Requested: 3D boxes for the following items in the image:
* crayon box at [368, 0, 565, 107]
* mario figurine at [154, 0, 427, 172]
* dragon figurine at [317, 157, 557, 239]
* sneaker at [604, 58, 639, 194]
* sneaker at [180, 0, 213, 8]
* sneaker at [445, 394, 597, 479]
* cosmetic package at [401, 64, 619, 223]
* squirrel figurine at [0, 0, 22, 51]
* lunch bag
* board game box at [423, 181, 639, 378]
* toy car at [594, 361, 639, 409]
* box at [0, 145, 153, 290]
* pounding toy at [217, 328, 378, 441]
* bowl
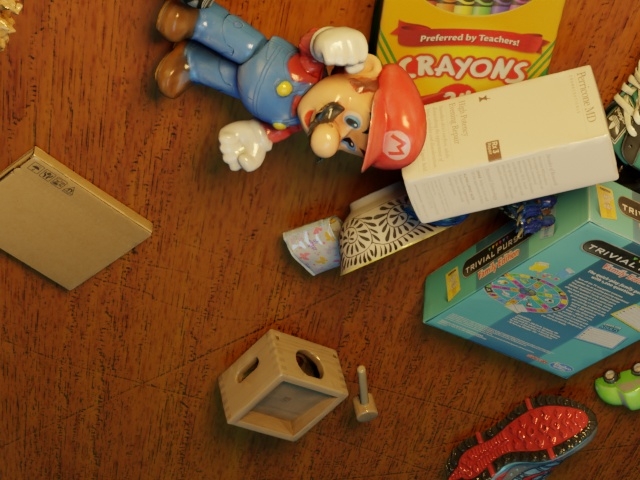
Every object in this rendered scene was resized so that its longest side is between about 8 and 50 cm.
[{"bbox_3d":[0.162,-0.265,1.675,0.202,0.081,0.318,1,137,-4],"label":"crayon box"},{"bbox_3d":[-0.039,-0.154,1.644,0.320,0.170,0.198,22,174,15],"label":"mario figurine"},{"bbox_3d":[0.147,-0.077,1.832,0.289,0.144,0.085,5,137,-9],"label":"dragon figurine"},{"bbox_3d":[0.395,-0.152,1.791,0.121,0.108,0.302,-10,139,1],"label":"sneaker"},{"bbox_3d":[-0.013,-0.332,1.533,0.343,0.134,0.146,-32,118,28],"label":"sneaker"},{"bbox_3d":[0.322,0.316,2.331,0.262,0.104,0.125,-29,149,31],"label":"sneaker"},{"bbox_3d":[0.208,-0.108,1.704,0.231,0.117,0.085,-15,139,11],"label":"cosmetic package"},{"bbox_3d":[-0.518,-0.267,1.546,0.397,0.281,0.370,0,129,-24],"label":"squirrel figurine"},{"bbox_3d":[0.000,0.000,1.977,0.071,0.053,0.083,-21,144,22],"label":"lunch bag"},{"bbox_3d":[0.336,0.054,1.988,0.254,0.079,0.336,22,144,-26],"label":"board game box"},{"bbox_3d":[0.518,0.206,2.232,0.225,0.053,0.239,-18,135,15],"label":"toy car"},{"bbox_3d":[-0.344,-0.024,1.952,0.164,0.021,0.201,-32,131,28],"label":"box"},{"bbox_3d":[-0.009,0.199,2.172,0.206,0.094,0.181,21,128,-37],"label":"pounding toy"},{"bbox_3d":[0.086,-0.025,1.913,0.170,0.080,0.170,-24,179,0],"label":"bowl"}]
